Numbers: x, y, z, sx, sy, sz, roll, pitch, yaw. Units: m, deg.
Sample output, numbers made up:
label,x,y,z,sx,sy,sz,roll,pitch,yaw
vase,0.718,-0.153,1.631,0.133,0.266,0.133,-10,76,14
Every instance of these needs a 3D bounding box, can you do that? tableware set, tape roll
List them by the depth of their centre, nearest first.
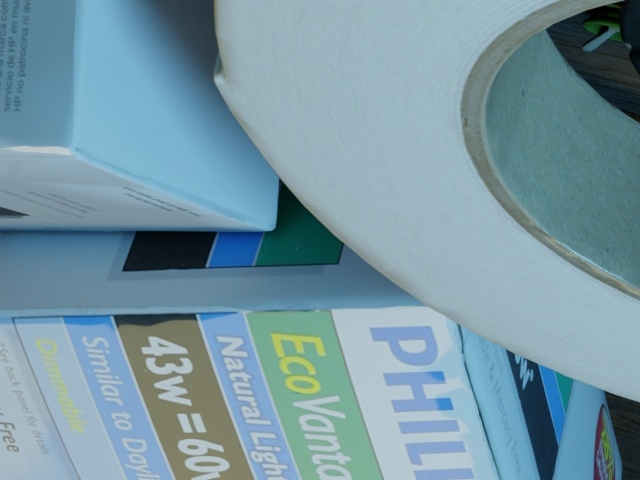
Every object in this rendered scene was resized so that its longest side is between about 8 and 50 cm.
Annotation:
label,x,y,z,sx,sy,sz,roll,pitch,yaw
tape roll,0.154,-0.046,0.608,0.392,0.072,0.392,15,153,8
tableware set,0.205,-0.108,1.070,0.104,0.024,0.154,15,176,25

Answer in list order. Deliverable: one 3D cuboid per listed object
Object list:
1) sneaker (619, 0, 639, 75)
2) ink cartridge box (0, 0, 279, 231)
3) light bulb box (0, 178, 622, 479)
label,x,y,z,sx,sy,sz,roll,pitch,yaw
sneaker,0.210,-0.108,0.658,0.208,0.081,0.094,-6,-153,43
ink cartridge box,-0.172,-0.113,0.799,0.270,0.198,0.197,1,172,21
light bulb box,-0.047,0.090,1.010,0.361,0.225,0.358,-3,131,19
